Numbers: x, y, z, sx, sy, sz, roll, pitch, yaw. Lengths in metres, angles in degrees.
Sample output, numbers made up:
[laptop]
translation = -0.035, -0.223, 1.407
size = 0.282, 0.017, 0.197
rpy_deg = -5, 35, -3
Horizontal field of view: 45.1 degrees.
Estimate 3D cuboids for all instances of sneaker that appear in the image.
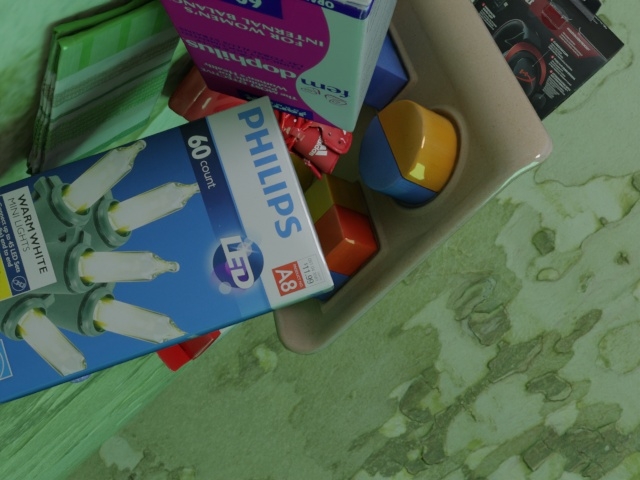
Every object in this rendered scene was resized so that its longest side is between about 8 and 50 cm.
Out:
[sneaker]
translation = -0.034, -0.114, 0.699
size = 0.087, 0.128, 0.221
rpy_deg = -46, 175, 30

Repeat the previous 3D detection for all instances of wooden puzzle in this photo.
[wooden puzzle]
translation = 0.036, -0.098, 0.818
size = 0.081, 0.322, 0.348
rpy_deg = 23, 128, -37

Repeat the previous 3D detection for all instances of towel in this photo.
[towel]
translation = -0.148, -0.109, 0.531
size = 0.113, 0.023, 0.152
rpy_deg = -40, 173, -38

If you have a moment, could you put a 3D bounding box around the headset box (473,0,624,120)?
[headset box]
translation = 0.335, -0.313, 1.290
size = 0.110, 0.218, 0.293
rpy_deg = -38, 174, -46

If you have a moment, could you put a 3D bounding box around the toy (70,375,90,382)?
[toy]
translation = -0.303, 0.145, 1.040
size = 0.137, 0.056, 0.237
rpy_deg = -13, -164, 30

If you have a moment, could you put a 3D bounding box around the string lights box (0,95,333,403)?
[string lights box]
translation = -0.134, 0.013, 0.519
size = 0.260, 0.133, 0.077
rpy_deg = -19, 174, 0

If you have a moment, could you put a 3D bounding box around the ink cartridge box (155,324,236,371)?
[ink cartridge box]
translation = -0.200, 0.105, 1.302
size = 0.078, 0.134, 0.231
rpy_deg = -44, 175, 37

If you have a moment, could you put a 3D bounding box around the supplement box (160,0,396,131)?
[supplement box]
translation = -0.014, -0.151, 0.435
size = 0.220, 0.111, 0.113
rpy_deg = 68, 39, -85
